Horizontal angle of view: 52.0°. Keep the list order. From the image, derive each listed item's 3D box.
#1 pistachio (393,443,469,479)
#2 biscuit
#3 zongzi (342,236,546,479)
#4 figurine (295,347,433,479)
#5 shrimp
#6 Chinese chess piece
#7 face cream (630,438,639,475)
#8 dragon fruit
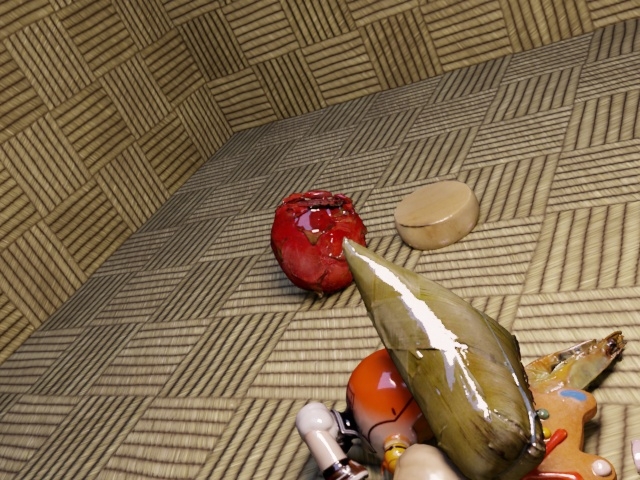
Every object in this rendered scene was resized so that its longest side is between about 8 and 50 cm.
[{"bbox_3d":[0.195,0.407,1.017,0.152,0.126,0.223,-5,28,-32],"label":"pistachio"},{"bbox_3d":[0.370,0.356,1.068,0.205,0.049,0.324,-1,37,21],"label":"biscuit"},{"bbox_3d":[0.179,0.187,1.061,0.174,0.393,0.356,-46,15,19],"label":"zongzi"},{"bbox_3d":[0.118,0.332,1.302,0.323,0.196,0.320,-31,17,-6],"label":"figurine"},{"bbox_3d":[0.478,0.248,1.270,0.267,0.061,0.145,-33,17,-6],"label":"shrimp"},{"bbox_3d":[0.343,-0.075,1.934,0.251,0.097,0.251,-22,28,12],"label":"Chinese chess piece"},{"bbox_3d":[0.589,0.325,1.014,0.198,0.057,0.084,-17,-5,23],"label":"face cream"},{"bbox_3d":[0.000,0.000,1.907,0.295,0.302,0.295,-20,21,8],"label":"dragon fruit"}]
